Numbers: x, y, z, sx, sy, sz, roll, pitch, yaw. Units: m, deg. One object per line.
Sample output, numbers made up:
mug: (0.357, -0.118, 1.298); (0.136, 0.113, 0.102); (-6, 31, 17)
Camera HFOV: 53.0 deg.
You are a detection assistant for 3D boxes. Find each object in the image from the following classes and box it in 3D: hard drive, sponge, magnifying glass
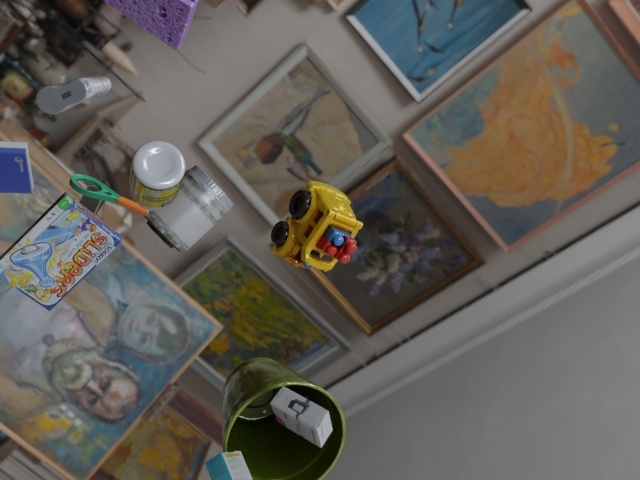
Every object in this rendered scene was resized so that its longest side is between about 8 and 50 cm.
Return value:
hard drive: (-1.004, -0.210, 1.832); (0.210, 0.319, 0.040); (118, -33, -54)
sponge: (-0.297, -0.398, 1.001); (0.117, 0.210, 0.031); (-39, -157, 60)
magnifying glass: (-0.601, -0.128, 1.831); (0.026, 0.231, 0.092); (-58, -165, 21)

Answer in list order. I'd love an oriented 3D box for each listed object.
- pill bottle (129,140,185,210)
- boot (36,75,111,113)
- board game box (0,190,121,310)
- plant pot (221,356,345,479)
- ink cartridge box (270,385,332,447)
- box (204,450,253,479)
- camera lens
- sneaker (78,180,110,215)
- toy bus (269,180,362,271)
pill bottle: (-0.341, -0.125, 1.325); (0.103, 0.103, 0.184); (-51, -176, -24)
boot: (-0.802, -0.477, 2.099); (0.258, 0.095, 0.123); (-4, -164, 30)
board game box: (-0.499, 0.023, 1.218); (0.201, 0.136, 0.035); (-44, -152, 5)
plant pot: (-0.158, 0.540, 1.998); (0.366, 0.366, 0.353); (-46, -157, -6)
ink cartridge box: (-0.048, 0.466, 1.693); (0.151, 0.109, 0.063); (22, -126, 27)
box: (-0.206, 0.670, 1.653); (0.060, 0.244, 0.100); (-34, 155, 12)
camera lens: (-0.487, -0.112, 2.336); (0.274, 0.219, 0.219); (-44, -164, -7)
sneaker: (-0.796, -0.104, 2.215); (0.222, 0.083, 0.118); (-52, -172, 15)
toy bus: (0.000, 0.000, 1.567); (0.220, 0.150, 0.211); (-55, -140, 19)
